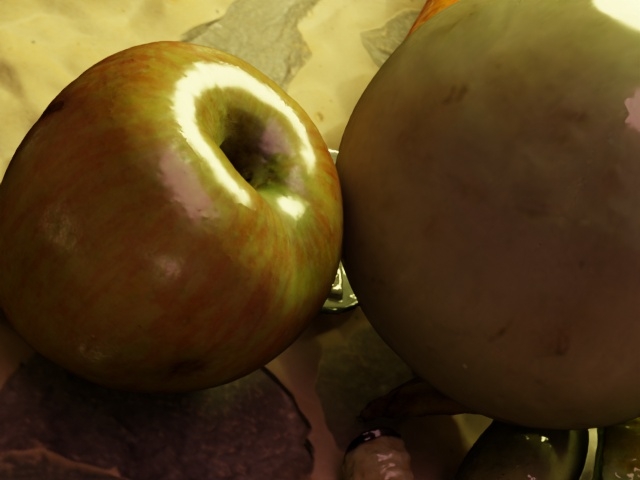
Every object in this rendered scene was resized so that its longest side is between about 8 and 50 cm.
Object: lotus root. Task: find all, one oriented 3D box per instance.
[{"bbox_3d":[0.156,0.192,1.587,0.183,0.090,0.077,-48,116,-42],"label":"lotus root"}]

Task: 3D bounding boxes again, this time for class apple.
[{"bbox_3d":[-0.121,-0.007,1.473,0.264,0.264,0.264,16,51,-21],"label":"apple"}]

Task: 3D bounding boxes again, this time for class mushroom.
[{"bbox_3d":[0.194,-0.027,1.554,0.362,0.294,0.362,-2,76,8],"label":"mushroom"}]

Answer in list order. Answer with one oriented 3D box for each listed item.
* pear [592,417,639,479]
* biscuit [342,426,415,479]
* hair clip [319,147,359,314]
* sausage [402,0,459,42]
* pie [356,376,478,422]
[{"bbox_3d":[0.340,0.172,1.602,0.239,0.139,0.288,3,51,10],"label":"pear"},{"bbox_3d":[0.063,0.248,1.511,0.061,0.055,0.219,-3,58,-24],"label":"biscuit"},{"bbox_3d":[0.000,0.000,1.661,0.116,0.049,0.172,13,54,-18],"label":"hair clip"},{"bbox_3d":[0.204,-0.179,1.796,0.233,0.233,0.287,36,46,-4],"label":"sausage"},{"bbox_3d":[0.125,0.121,1.614,0.191,0.033,0.088,-3,13,4],"label":"pie"}]
